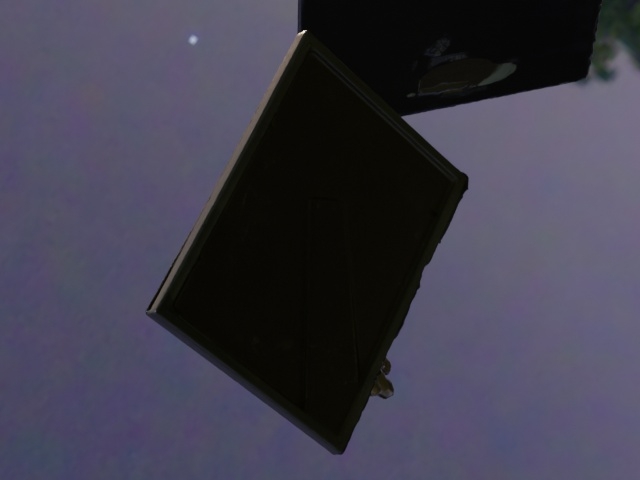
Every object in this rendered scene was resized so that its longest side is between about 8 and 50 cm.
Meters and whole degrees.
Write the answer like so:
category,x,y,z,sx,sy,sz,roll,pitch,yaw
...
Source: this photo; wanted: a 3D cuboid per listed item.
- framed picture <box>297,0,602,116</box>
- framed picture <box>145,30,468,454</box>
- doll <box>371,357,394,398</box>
category,x,y,z,sx,sy,sz,roll,pitch,yaw
framed picture,0.100,-0.220,1.120,0.244,0.324,0.013,-12,-133,-14
framed picture,0.000,0.000,0.679,0.109,0.011,0.149,40,-118,-25
doll,0.027,0.095,1.271,0.093,0.051,0.062,66,-170,-58
